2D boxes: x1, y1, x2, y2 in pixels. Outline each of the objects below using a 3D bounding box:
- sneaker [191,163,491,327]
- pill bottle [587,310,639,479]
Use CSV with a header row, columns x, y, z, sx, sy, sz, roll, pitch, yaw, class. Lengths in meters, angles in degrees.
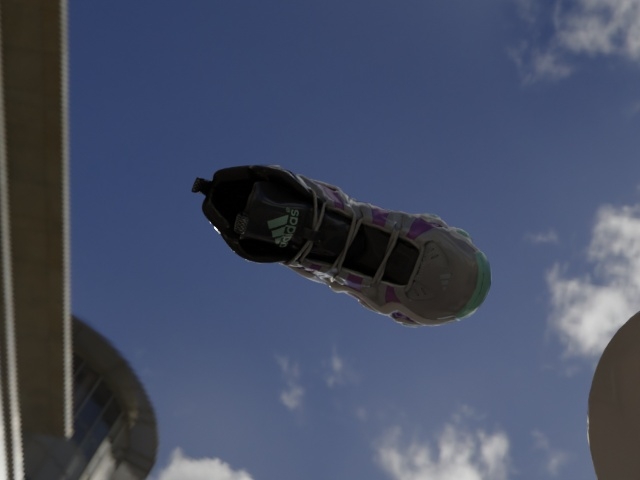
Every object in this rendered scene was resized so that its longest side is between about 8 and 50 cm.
x,y,z,sx,sy,sz,roll,pitch,yaw,class
0.000,0.000,0.378,0.098,0.069,0.038,18,-88,35,sneaker
0.357,0.107,0.776,0.210,0.363,0.210,8,-81,53,pill bottle
